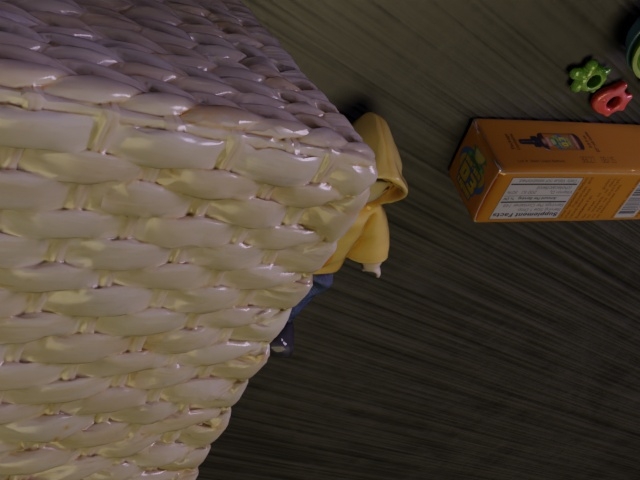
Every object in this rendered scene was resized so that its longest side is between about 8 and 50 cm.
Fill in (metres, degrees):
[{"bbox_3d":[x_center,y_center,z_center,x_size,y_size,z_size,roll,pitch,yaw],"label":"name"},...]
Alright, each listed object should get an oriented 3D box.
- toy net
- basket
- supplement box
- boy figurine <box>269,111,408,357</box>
[{"bbox_3d":[0.355,-0.147,0.791,0.232,0.045,0.122,19,126,-37],"label":"toy net"},{"bbox_3d":[-0.200,-0.015,0.484,0.331,0.266,0.328,5,126,-42],"label":"basket"},{"bbox_3d":[0.255,-0.070,0.812,0.234,0.078,0.080,1,139,-22],"label":"supplement box"},{"bbox_3d":[0.000,0.000,0.778,0.177,0.092,0.285,15,132,-31],"label":"boy figurine"}]
